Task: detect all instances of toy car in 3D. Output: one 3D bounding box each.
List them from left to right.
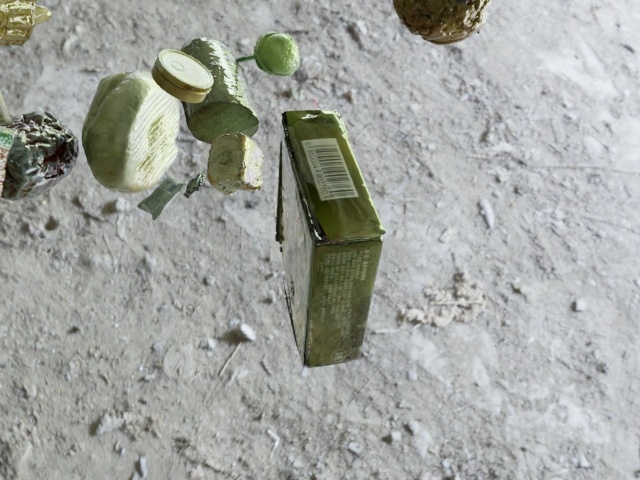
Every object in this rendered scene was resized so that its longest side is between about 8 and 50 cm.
[{"bbox_3d":[-0.297,-0.128,1.497,0.025,0.093,0.041,36,56,-22],"label":"toy car"}]

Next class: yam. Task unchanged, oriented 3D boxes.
[{"bbox_3d":[-0.243,-0.335,1.479,0.161,0.161,0.268,-4,50,-21],"label":"yam"}]

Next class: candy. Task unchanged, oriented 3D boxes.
[{"bbox_3d":[-0.134,-0.407,1.427,0.093,0.335,0.092,-15,107,-19],"label":"candy"}]

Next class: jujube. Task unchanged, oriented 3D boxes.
[{"bbox_3d":[-0.794,-0.229,1.744,0.226,0.226,0.317,19,25,-7],"label":"jujube"}]

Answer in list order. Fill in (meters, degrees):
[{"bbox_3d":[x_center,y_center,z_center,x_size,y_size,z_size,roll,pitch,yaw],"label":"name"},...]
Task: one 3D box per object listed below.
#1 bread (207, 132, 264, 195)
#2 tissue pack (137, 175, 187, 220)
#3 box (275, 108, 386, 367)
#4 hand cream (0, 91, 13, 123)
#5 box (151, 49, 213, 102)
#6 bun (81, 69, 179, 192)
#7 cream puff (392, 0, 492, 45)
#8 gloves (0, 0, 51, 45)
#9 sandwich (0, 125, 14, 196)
[{"bbox_3d":[-0.134,-0.114,0.981,0.077,0.070,0.083,-2,74,26],"label":"bread"},{"bbox_3d":[-0.407,-0.114,1.650,0.122,0.193,0.026,-49,117,-8],"label":"tissue pack"},{"bbox_3d":[0.000,0.000,1.346,0.138,0.420,0.373,-7,48,-11],"label":"box"},{"bbox_3d":[-0.513,-0.232,0.982,0.061,0.143,0.039,-6,53,-20],"label":"hand cream"},{"bbox_3d":[-0.239,-0.284,1.115,0.106,0.037,0.105,26,34,-19],"label":"box"},{"bbox_3d":[-0.551,-0.318,1.830,0.219,0.365,0.365,17,55,9],"label":"bun"},{"bbox_3d":[0.174,-0.347,0.909,0.144,0.103,0.126,4,92,9],"label":"cream puff"},{"bbox_3d":[-0.521,-0.335,0.822,0.356,0.203,0.155,-4,88,-48],"label":"gloves"},{"bbox_3d":[-0.754,-0.160,1.344,0.212,0.292,0.109,61,18,12],"label":"sandwich"}]
